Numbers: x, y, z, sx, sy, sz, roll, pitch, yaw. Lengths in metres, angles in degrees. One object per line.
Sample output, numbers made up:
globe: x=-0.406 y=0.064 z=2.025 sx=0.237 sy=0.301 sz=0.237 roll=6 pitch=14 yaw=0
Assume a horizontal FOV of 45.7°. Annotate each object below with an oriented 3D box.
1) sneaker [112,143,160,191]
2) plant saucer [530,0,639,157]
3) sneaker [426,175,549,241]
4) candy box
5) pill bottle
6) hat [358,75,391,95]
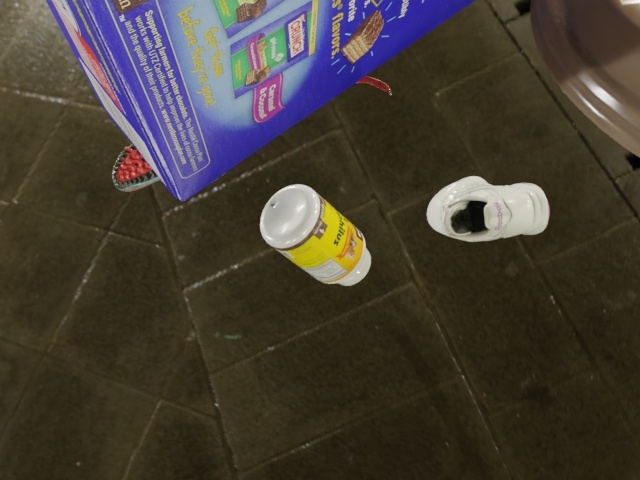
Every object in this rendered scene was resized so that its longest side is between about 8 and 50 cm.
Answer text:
sneaker: x=-0.347 y=-0.161 z=1.668 sx=0.104 sy=0.125 sz=0.262 roll=34 pitch=48 yaw=16
plant saucer: x=0.243 y=-0.107 z=0.359 sx=0.278 sy=0.041 sz=0.277 roll=1 pitch=48 yaw=-1
sneaker: x=0.259 y=-0.056 z=1.355 sx=0.152 sy=0.305 sz=0.114 roll=-9 pitch=93 yaw=-24
candy box: x=-0.006 y=-0.202 z=0.439 sx=0.317 sy=0.268 sz=0.122 roll=-35 pitch=71 yaw=-12
pill bottle: x=0.000 y=0.000 z=1.320 sx=0.117 sy=0.215 sz=0.117 roll=-18 pitch=55 yaw=28
hat: x=0.033 y=-0.328 z=1.307 sx=0.184 sy=0.208 sz=0.172 roll=2 pitch=106 yaw=5
